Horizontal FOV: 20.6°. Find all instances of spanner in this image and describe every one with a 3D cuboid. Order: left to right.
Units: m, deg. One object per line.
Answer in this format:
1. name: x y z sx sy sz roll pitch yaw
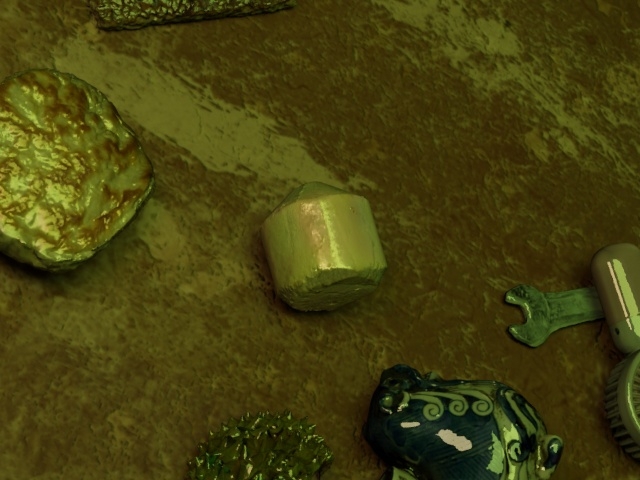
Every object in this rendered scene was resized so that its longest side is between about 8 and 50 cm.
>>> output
1. spanner: 0.325 0.064 1.919 0.302 0.017 0.071 -8 73 -29

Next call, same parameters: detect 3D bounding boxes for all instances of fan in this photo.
1. fan: 0.346 0.119 1.863 0.130 0.074 0.244 -11 78 -29

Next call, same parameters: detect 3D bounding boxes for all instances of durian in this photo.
1. durian: -0.051 0.211 1.613 0.119 0.108 0.186 45 57 -3

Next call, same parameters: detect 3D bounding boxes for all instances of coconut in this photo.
1. coconut: 0.000 0.000 1.732 0.116 0.116 0.122 -2 67 -27

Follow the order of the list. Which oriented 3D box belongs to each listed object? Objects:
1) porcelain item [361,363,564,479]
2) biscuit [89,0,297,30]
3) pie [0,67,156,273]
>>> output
1. porcelain item: 0.119 0.252 1.668 0.186 0.138 0.288 20 59 -5
2. biscuit: -0.141 -0.290 1.838 0.237 0.026 0.131 -11 76 -29
3. pie: -0.254 -0.064 1.648 0.179 0.084 0.205 41 55 -7
